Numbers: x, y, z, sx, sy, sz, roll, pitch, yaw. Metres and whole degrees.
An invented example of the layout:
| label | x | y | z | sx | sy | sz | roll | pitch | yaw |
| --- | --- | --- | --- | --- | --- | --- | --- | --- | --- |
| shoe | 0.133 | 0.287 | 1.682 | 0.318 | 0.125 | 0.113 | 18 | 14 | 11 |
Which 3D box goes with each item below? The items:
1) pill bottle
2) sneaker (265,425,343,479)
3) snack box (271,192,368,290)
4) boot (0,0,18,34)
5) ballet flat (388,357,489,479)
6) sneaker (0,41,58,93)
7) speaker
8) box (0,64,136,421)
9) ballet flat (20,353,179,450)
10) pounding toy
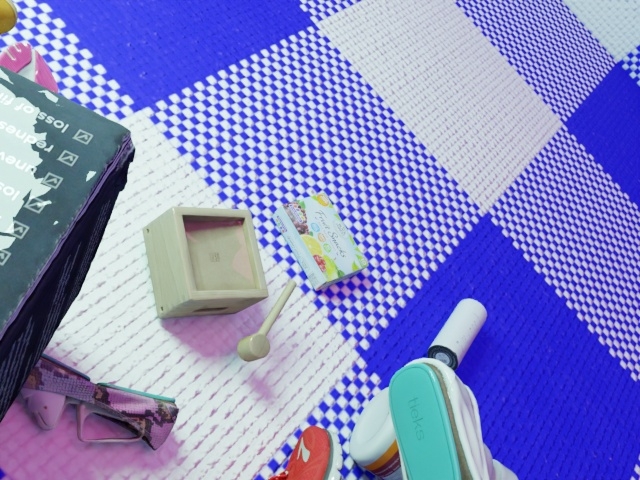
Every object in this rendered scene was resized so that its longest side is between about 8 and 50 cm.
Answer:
| label | x | y | z | sx | sy | sz | roll | pitch | yaw |
| --- | --- | --- | --- | --- | --- | --- | --- | --- | --- |
| pill bottle | 0.158 | 0.306 | 1.122 | 0.221 | 0.121 | 0.121 | 36 | 45 | -12 |
| sneaker | -0.060 | 0.317 | 0.965 | 0.118 | 0.107 | 0.279 | 33 | 43 | -2 |
| snack box | 0.000 | 0.000 | 1.276 | 0.100 | 0.037 | 0.141 | -19 | 73 | -45 |
| boot | -0.521 | -0.225 | 0.968 | 0.295 | 0.104 | 0.211 | 1 | 51 | -17 |
| ballet flat | 0.166 | 0.336 | 0.958 | 0.139 | 0.139 | 0.400 | 14 | 57 | -30 |
| sneaker | -0.436 | -0.160 | 0.991 | 0.103 | 0.111 | 0.252 | 63 | 28 | -10 |
| speaker | 0.225 | 0.153 | 1.329 | 0.055 | 0.055 | 0.136 | 46 | 44 | -2 |
| box | -0.484 | 0.037 | 0.655 | 0.479 | 0.297 | 0.472 | 27 | 45 | -8 |
| ballet flat | -0.269 | 0.185 | 0.923 | 0.221 | 0.077 | 0.079 | 25 | 67 | -22 |
| pounding toy | -0.128 | 0.069 | 1.098 | 0.181 | 0.094 | 0.206 | 1 | 69 | -43 |
